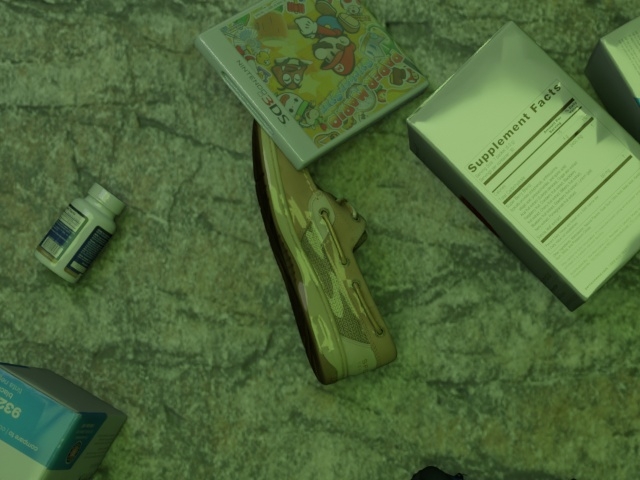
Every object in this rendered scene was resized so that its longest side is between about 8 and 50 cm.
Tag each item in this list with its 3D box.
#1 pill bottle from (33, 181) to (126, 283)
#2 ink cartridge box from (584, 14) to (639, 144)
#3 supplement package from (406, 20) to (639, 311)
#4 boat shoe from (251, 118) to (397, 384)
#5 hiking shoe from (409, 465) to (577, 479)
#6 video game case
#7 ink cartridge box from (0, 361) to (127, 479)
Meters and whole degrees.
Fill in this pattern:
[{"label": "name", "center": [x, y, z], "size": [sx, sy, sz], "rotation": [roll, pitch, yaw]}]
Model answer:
[{"label": "pill bottle", "center": [-0.299, -0.011, 1.740], "size": [0.067, 0.067, 0.120], "rotation": [37, 87, 8]}, {"label": "ink cartridge box", "center": [0.463, -0.206, 1.648], "size": [0.232, 0.168, 0.171], "rotation": [-29, 82, 1]}, {"label": "supplement package", "center": [0.262, -0.082, 1.645], "size": [0.175, 0.177, 0.293], "rotation": [-44, 81, -1]}, {"label": "boat shoe", "center": [0.000, 0.000, 1.696], "size": [0.110, 0.121, 0.341], "rotation": [-16, 85, -9]}, {"label": "hiking shoe", "center": [0.253, 0.335, 1.648], "size": [0.304, 0.113, 0.132], "rotation": [25, 55, 13]}, {"label": "video game case", "center": [-0.007, -0.217, 1.707], "size": [0.227, 0.026, 0.206], "rotation": [-34, 80, -32]}, {"label": "ink cartridge box", "center": [-0.378, 0.308, 1.628], "size": [0.129, 0.223, 0.307], "rotation": [29, 86, 8]}]
